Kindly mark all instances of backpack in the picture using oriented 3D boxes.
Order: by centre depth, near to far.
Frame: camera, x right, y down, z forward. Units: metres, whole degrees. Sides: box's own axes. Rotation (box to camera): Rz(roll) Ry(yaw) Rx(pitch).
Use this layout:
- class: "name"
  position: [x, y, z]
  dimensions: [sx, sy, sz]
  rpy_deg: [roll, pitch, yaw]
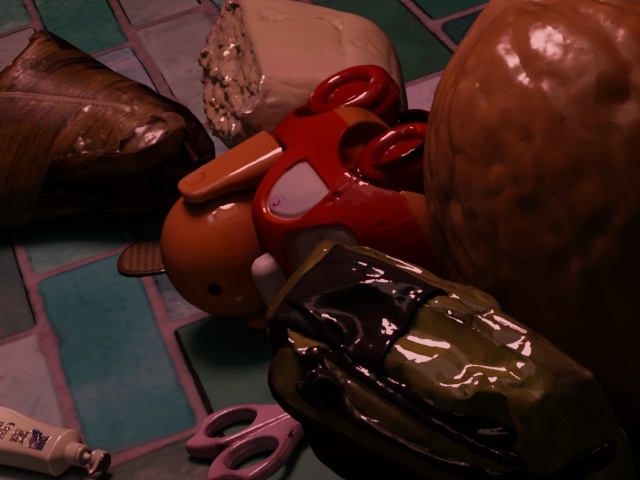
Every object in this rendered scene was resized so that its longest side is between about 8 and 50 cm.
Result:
- class: "backpack"
  position: [0.080, 0.117, 1.184]
  dimensions: [0.253, 0.207, 0.140]
  rpy_deg: [22, 60, 37]

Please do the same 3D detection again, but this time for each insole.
- class: "insole"
  position: [-0.067, -0.002, 1.655]
  dimensions: [0.253, 0.005, 0.086]
  rpy_deg: [-11, 29, 8]

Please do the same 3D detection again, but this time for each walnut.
- class: "walnut"
  position: [0.215, -0.040, 1.260]
  dimensions: [0.332, 0.333, 0.333]
  rpy_deg: [-12, 29, 7]

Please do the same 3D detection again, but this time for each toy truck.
- class: "toy truck"
  position: [0.000, 0.000, 1.449]
  dimensions: [0.239, 0.189, 0.265]
  rpy_deg: [-30, 30, -7]

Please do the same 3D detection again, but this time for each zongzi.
- class: "zongzi"
  position: [-0.274, -0.053, 1.738]
  dimensions: [0.288, 0.134, 0.286]
  rpy_deg: [-43, 42, -19]

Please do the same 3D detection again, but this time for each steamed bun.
- class: "steamed bun"
  position: [-0.024, -0.111, 1.652]
  dimensions: [0.200, 0.170, 0.225]
  rpy_deg: [14, 26, -7]

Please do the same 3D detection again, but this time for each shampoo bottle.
- class: "shampoo bottle"
  position: [-0.221, 0.161, 1.415]
  dimensions: [0.141, 0.034, 0.049]
  rpy_deg: [8, 31, 33]

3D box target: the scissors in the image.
- class: "scissors"
  position: [0.001, 0.129, 1.378]
  dimensions: [0.212, 0.021, 0.110]
  rpy_deg: [-23, 27, -14]
